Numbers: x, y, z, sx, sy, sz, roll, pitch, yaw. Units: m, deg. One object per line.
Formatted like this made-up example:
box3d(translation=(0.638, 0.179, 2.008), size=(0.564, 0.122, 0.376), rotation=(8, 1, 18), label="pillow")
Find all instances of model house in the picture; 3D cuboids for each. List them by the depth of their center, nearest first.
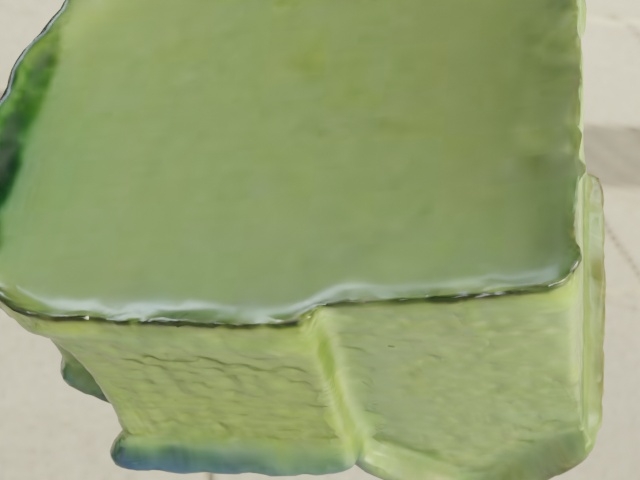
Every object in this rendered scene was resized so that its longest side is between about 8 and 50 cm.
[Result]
box3d(translation=(0.000, 0.000, 0.699), size=(0.214, 0.189, 0.195), rotation=(-5, 52, 10), label="model house")
